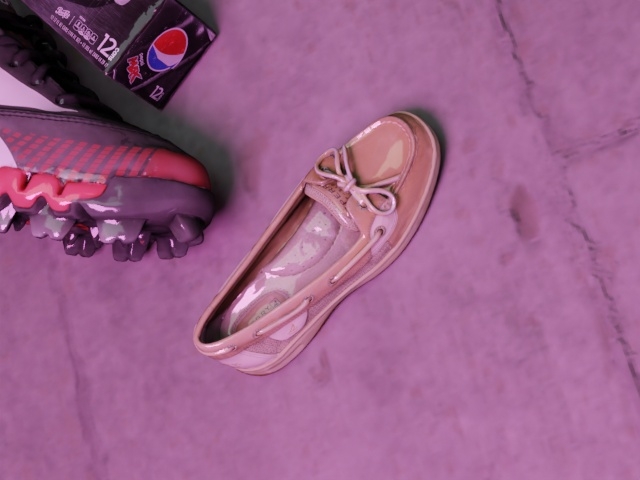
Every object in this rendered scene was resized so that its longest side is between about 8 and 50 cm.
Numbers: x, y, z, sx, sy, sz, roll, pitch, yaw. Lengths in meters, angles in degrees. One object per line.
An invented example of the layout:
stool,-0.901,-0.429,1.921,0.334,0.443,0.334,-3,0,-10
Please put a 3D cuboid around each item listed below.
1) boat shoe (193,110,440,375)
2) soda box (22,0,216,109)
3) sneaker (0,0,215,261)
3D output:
boat shoe,-0.002,-0.001,0.785,0.153,0.048,0.056,-48,63,6
soda box,-0.136,-0.144,0.878,0.169,0.060,0.053,41,94,28
sneaker,-0.167,-0.070,0.852,0.276,0.097,0.135,15,85,29
